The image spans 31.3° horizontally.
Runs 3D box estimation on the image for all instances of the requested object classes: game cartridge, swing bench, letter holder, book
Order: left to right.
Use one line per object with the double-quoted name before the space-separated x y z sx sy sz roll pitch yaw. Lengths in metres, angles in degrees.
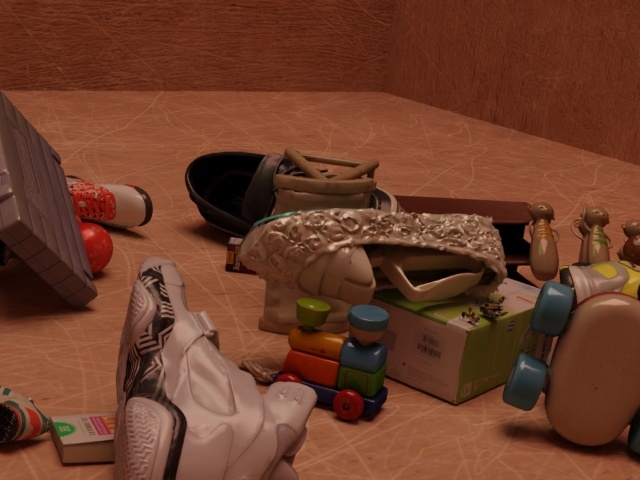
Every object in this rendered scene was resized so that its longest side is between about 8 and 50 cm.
"game cartridge" -0.468 -0.080 1.824 0.230 0.068 0.355 49 11 -47
"book" -0.244 0.232 1.369 0.144 0.035 0.096 -1 14 -23
"swing bench" 0.000 0.000 1.884 0.165 0.253 0.254 8 16 0
"letter holder" 0.284 0.023 2.132 0.302 0.152 0.214 2 18 -18

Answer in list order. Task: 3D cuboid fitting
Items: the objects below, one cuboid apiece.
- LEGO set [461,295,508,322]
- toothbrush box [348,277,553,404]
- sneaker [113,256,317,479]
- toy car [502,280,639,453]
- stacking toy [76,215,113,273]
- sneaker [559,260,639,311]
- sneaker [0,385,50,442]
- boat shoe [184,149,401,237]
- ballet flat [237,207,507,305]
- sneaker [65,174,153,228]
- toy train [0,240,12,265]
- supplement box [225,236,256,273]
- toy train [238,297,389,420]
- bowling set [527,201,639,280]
"LEGO set" 0.236 0.103 1.632 0.083 0.023 0.054 -13 24 -25
"toothbrush box" 0.208 0.132 1.760 0.206 0.122 0.283 20 19 36
"sneaker" -0.126 0.172 1.326 0.210 0.137 0.365 9 39 -15
"toy car" 0.383 0.168 1.609 0.219 0.210 0.238 20 4 4
"stacking toy" -0.497 -0.031 2.008 0.330 0.141 0.141 22 21 30
"sneaker" 0.470 0.102 1.838 0.147 0.145 0.385 -3 0 16
"sneaker" -0.392 0.202 1.378 0.161 0.057 0.075 18 2 36
"boat shoe" -0.069 -0.072 2.179 0.500 0.186 0.156 14 -21 40
"ballet flat" 0.092 0.029 1.638 0.409 0.146 0.147 -3 18 -21
"sneaker" -0.465 -0.068 2.220 0.270 0.090 0.145 14 18 34
"toy train" -0.664 -0.043 1.843 0.334 0.190 0.142 7 16 -2
"supplement box" -0.129 0.029 2.088 0.083 0.054 0.043 6 16 -1
"toy train" -0.025 0.142 1.570 0.248 0.143 0.105 13 16 18
"bowling set" 0.537 0.003 2.081 0.287 0.154 0.200 18 -29 -28
